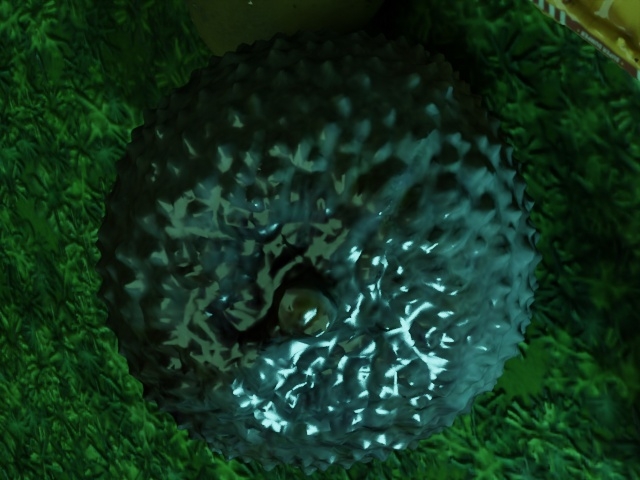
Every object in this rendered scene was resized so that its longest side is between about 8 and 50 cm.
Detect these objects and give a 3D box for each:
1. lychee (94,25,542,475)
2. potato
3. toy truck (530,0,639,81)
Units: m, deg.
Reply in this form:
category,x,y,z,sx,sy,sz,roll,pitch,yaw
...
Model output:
category,x,y,z,sx,sy,sz,roll,pitch,yaw
lychee,0.005,0.002,1.249,0.300,0.300,0.300,19,118,41
potato,-0.024,-0.180,1.323,0.178,0.109,0.118,-24,110,48
toy truck,0.151,-0.189,1.137,0.270,0.114,0.135,42,126,25
